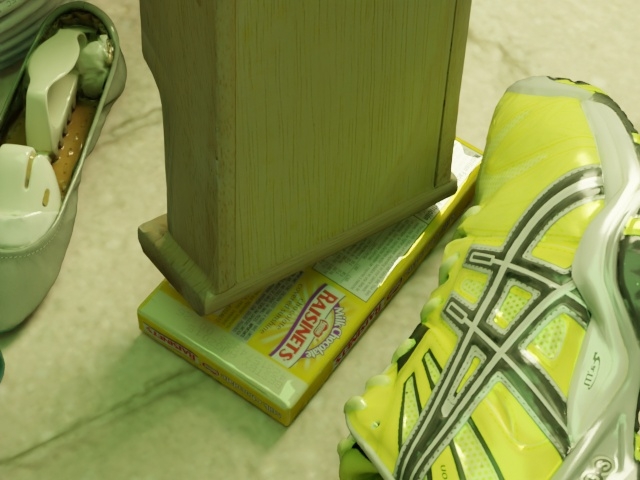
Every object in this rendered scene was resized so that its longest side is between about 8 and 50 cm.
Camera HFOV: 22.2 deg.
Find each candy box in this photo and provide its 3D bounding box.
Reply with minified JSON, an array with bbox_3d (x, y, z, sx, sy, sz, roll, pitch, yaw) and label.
[{"bbox_3d":[0.000,0.000,0.927,0.105,0.027,0.206,33,61,15],"label":"candy box"}]

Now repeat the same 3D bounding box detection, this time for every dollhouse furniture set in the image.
[{"bbox_3d":[-0.099,-0.196,0.901,0.362,0.256,0.394,-26,51,-26],"label":"dollhouse furniture set"}]

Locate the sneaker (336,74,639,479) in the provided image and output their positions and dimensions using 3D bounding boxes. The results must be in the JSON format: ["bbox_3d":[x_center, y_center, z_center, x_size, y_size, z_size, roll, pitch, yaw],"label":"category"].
[{"bbox_3d":[0.086,0.068,0.816,0.147,0.145,0.385,6,55,2],"label":"sneaker"}]

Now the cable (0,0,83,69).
[{"bbox_3d":[-0.261,-0.209,1.023,0.257,0.089,0.257,2,58,0],"label":"cable"}]

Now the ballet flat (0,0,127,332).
[{"bbox_3d":[-0.166,-0.050,0.931,0.072,0.068,0.213,12,57,6],"label":"ballet flat"}]

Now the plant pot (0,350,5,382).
[{"bbox_3d":[-0.311,0.062,0.801,0.234,0.166,0.165,12,56,14],"label":"plant pot"}]
